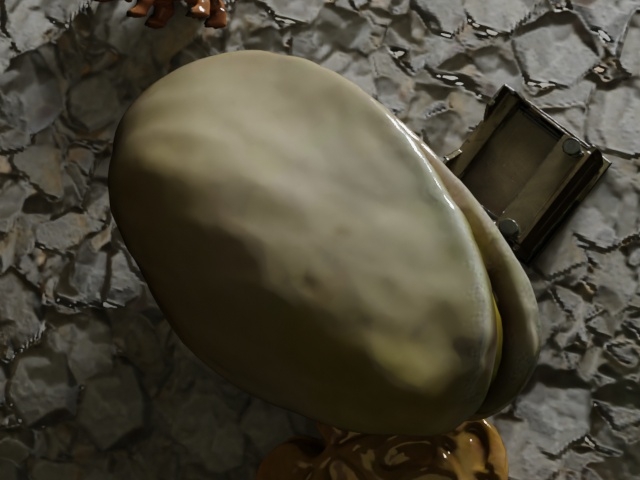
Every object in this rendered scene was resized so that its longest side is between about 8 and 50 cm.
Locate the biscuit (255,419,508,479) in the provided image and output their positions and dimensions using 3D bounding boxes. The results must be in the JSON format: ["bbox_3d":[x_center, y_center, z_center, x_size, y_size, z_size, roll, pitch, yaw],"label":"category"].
[{"bbox_3d":[0.083,0.213,0.974,0.202,0.044,0.289,-40,80,6],"label":"biscuit"}]

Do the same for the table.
[{"bbox_3d":[0.120,-0.040,0.967,0.070,0.082,0.083,39,95,14],"label":"table"}]

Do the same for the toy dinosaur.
[{"bbox_3d":[-0.084,-0.167,1.043,0.154,0.049,0.055,-1,81,18],"label":"toy dinosaur"}]

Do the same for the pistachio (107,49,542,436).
[{"bbox_3d":[0.000,0.000,0.940,0.288,0.166,0.197,30,111,19],"label":"pistachio"}]
